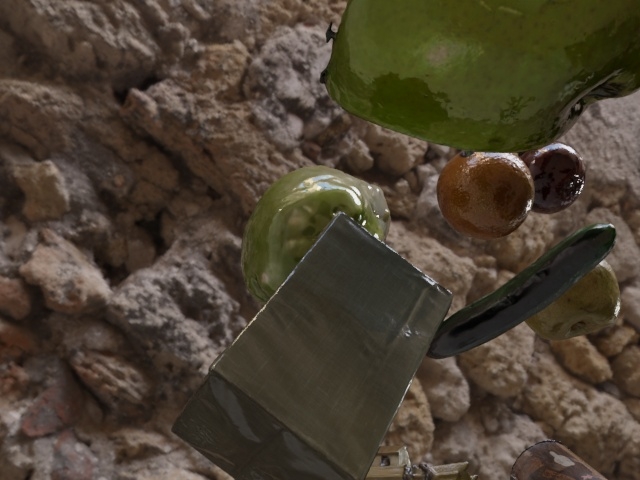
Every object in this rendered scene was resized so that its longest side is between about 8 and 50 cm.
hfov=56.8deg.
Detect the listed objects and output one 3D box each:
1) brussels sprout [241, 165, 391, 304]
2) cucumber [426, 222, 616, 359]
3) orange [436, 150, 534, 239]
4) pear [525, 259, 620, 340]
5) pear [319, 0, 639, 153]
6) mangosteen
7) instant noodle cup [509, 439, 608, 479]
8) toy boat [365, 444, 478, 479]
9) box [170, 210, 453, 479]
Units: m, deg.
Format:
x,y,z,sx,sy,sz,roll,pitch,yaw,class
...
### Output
x,y,z,sx,sy,sz,roll,pitch,yaw,class
-0.006,-0.001,1.088,0.242,0.317,0.273,53,-3,22,brussels sprout
0.229,0.072,0.708,0.056,0.056,0.284,41,-60,-12,cucumber
0.331,-0.098,1.208,0.206,0.206,0.206,28,-26,15,orange
0.584,0.120,1.412,0.229,0.211,0.188,-9,-32,2,pear
0.184,-0.216,0.547,0.282,0.286,0.176,29,-24,5,pear
0.639,-0.195,1.725,0.215,0.215,0.257,55,-6,-36,mangosteen
0.553,0.580,1.329,0.217,0.217,0.207,43,2,-17,instant noodle cup
0.130,0.550,1.354,0.446,0.162,0.135,-11,-52,27,toy boat
0.000,0.117,0.570,0.155,0.231,0.149,36,-43,2,box
